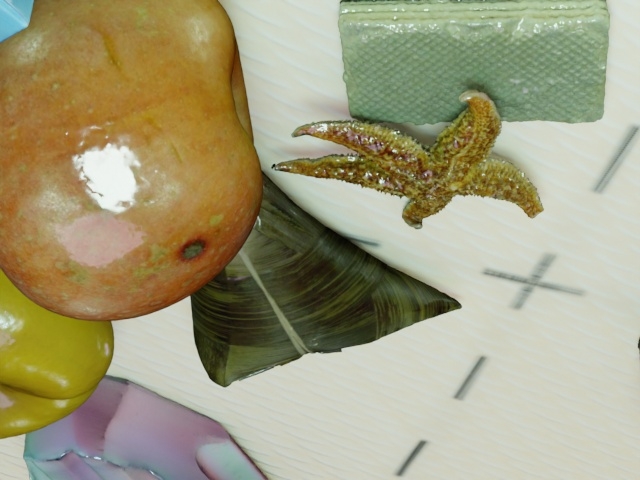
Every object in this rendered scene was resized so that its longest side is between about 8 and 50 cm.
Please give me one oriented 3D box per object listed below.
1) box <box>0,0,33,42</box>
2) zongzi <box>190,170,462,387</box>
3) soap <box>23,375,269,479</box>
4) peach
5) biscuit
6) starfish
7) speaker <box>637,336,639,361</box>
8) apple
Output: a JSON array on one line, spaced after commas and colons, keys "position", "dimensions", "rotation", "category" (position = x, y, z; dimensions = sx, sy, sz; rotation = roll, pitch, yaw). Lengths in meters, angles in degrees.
[{"position": [-0.295, -0.176, 1.241], "dimensions": [0.232, 0.143, 0.083], "rotation": [-25, 134, 35], "category": "box"}, {"position": [0.000, 0.000, 1.505], "dimensions": [0.241, 0.111, 0.248], "rotation": [-13, 138, -7], "category": "zongzi"}, {"position": [-0.178, 0.257, 1.846], "dimensions": [0.192, 0.109, 0.324], "rotation": [-12, 141, 21], "category": "soap"}, {"position": [-0.310, 0.087, 1.600], "dimensions": [0.251, 0.153, 0.251], "rotation": [9, 147, 6], "category": "peach"}, {"position": [0.116, -0.134, 1.342], "dimensions": [0.199, 0.041, 0.121], "rotation": [0, 145, 5], "category": "biscuit"}, {"position": [0.082, -0.059, 1.407], "dimensions": [0.227, 0.043, 0.240], "rotation": [4, 155, -13], "category": "starfish"}, {"position": [0.426, 0.138, 1.583], "dimensions": [0.230, 0.153, 0.192], "rotation": [17, 141, -16], "category": "speaker"}, {"position": [-0.147, -0.074, 1.279], "dimensions": [0.253, 0.254, 0.253], "rotation": [3, 144, 2], "category": "apple"}]
